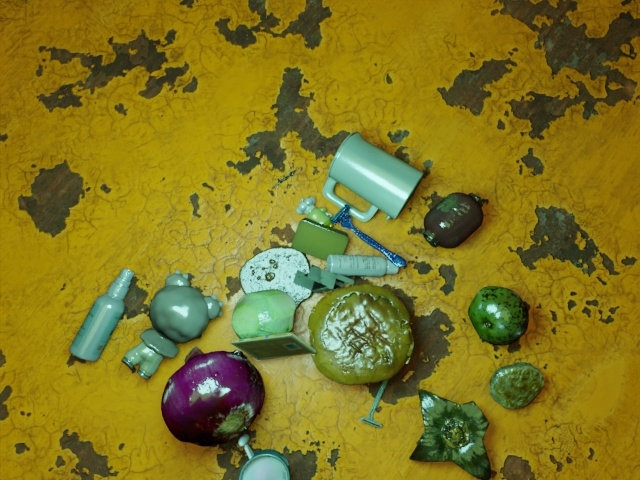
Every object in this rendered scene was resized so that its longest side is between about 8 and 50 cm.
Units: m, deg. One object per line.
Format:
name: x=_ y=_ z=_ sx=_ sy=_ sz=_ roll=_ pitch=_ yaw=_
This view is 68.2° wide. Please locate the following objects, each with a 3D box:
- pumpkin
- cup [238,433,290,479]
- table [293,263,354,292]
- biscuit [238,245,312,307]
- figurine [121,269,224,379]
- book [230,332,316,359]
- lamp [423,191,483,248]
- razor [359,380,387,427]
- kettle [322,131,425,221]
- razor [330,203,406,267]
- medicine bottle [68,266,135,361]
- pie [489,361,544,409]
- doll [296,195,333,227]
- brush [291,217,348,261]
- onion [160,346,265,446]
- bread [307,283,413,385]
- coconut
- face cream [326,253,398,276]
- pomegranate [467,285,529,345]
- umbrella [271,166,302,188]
pumpkin: x=0.468 y=0.677 z=1.649 sx=0.291 sy=0.095 sz=0.258 roll=10 pitch=83 yaw=7
cup: x=-0.180 y=0.789 z=1.605 sx=0.168 sy=0.173 sz=0.299 roll=-37 pitch=81 yaw=-6
table: x=0.010 y=0.150 z=1.710 sx=0.175 sy=0.146 sz=0.062 roll=24 pitch=71 yaw=-17
biscuit: x=-0.166 y=0.152 z=1.794 sx=0.273 sy=0.049 sz=0.257 roll=-15 pitch=82 yaw=0
figurine: x=-0.545 y=0.309 z=1.696 sx=0.248 sy=0.203 sz=0.380 roll=37 pitch=83 yaw=4
book: x=-0.157 y=0.357 z=1.590 sx=0.242 sy=0.170 sz=0.018 roll=-12 pitch=54 yaw=25
lamp: x=0.489 y=-0.074 z=1.766 sx=0.258 sy=0.180 sz=0.180 roll=-40 pitch=80 yaw=-4
razor: x=0.214 y=0.563 z=1.715 sx=0.084 sy=0.036 sz=0.211 roll=28 pitch=74 yaw=-17
kettle: x=0.198 y=-0.227 z=1.807 sx=0.318 sy=0.265 sz=0.205 roll=33 pitch=50 yaw=7
razor: x=0.187 y=-0.002 z=1.775 sx=0.324 sy=0.056 sz=0.093 roll=39 pitch=75 yaw=12
medicine bottle: x=-0.795 y=0.267 z=1.757 sx=0.110 sy=0.110 sz=0.351 roll=24 pitch=80 yaw=6
pie: x=0.696 y=0.517 z=1.685 sx=0.194 sy=0.079 sz=0.163 roll=-8 pitch=87 yaw=0
doll: x=-0.023 y=-0.099 z=1.834 sx=0.106 sy=0.062 sz=0.162 roll=-40 pitch=82 yaw=-5
brush: x=0.000 y=0.000 z=1.784 sx=0.197 sy=0.059 sz=0.123 roll=21 pitch=111 yaw=-1
onion: x=-0.386 y=0.501 z=1.624 sx=0.348 sy=0.347 sz=0.385 roll=-42 pitch=45 yaw=-6
bread: x=0.141 y=0.328 z=1.677 sx=0.359 sy=0.204 sz=0.336 roll=-8 pitch=81 yaw=4
coconut: x=-0.191 y=0.271 z=1.659 sx=0.205 sy=0.236 sz=0.236 roll=36 pitch=81 yaw=31
face cream: x=0.160 y=0.095 z=1.759 sx=0.269 sy=0.082 sz=0.081 roll=3 pitch=79 yaw=-13
pomegranate: x=0.655 y=0.262 z=1.696 sx=0.248 sy=0.214 sz=0.214 roll=-10 pitch=76 yaw=-39
umbrella: x=-0.138 y=-0.252 z=1.889 sx=0.149 sy=0.022 sz=0.022 roll=-32 pitch=84 yaw=0
